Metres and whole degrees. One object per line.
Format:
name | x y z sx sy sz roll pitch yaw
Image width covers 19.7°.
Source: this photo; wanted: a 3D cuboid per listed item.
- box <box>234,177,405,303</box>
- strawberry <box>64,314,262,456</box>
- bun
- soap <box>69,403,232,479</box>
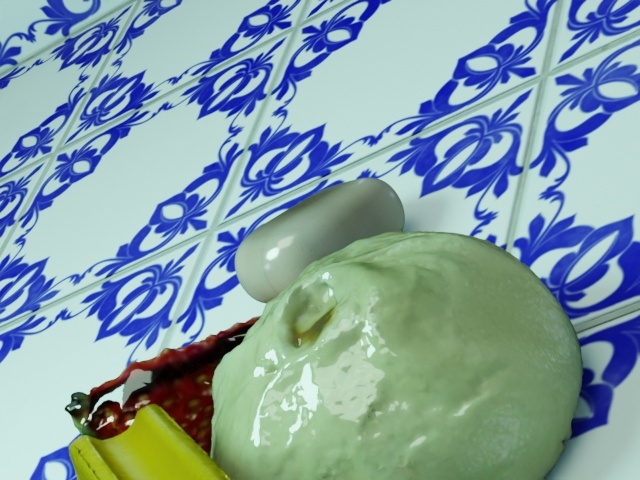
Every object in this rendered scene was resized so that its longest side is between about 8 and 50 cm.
box | 0.000 0.000 1.993 0.200 0.088 0.146 -33 11 -36
strawberry | -0.096 0.155 1.848 0.306 0.137 0.233 -22 -5 -9
bun | 0.041 0.126 1.630 0.364 0.202 0.364 -31 28 18
soap | -0.104 0.272 1.502 0.096 0.204 0.324 -24 15 -14
